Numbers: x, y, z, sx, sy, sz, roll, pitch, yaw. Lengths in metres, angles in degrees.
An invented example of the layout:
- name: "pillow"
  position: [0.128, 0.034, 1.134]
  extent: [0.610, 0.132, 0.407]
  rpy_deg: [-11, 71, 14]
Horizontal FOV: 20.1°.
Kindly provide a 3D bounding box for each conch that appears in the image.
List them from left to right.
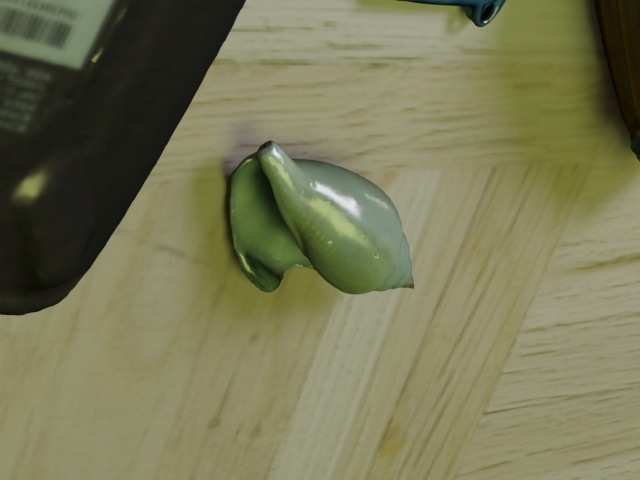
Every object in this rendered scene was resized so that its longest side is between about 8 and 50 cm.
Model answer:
- name: "conch"
  position: [0.002, -0.007, 1.034]
  extent: [0.180, 0.088, 0.065]
  rpy_deg: [38, 50, -45]

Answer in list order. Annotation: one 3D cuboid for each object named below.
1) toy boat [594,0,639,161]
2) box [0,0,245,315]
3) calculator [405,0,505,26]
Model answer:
- name: "toy boat"
  position: [0.223, -0.134, 1.080]
  extent: [0.089, 0.115, 0.310]
  rpy_deg: [-35, 141, -15]
- name: "box"
  position: [-0.163, -0.137, 0.734]
  extent: [0.359, 0.091, 0.350]
  rpy_deg: [11, 114, -50]
- name: "calculator"
  position: [0.094, -0.164, 1.010]
  extent: [0.141, 0.019, 0.094]
  rpy_deg: [-4, 125, -43]
